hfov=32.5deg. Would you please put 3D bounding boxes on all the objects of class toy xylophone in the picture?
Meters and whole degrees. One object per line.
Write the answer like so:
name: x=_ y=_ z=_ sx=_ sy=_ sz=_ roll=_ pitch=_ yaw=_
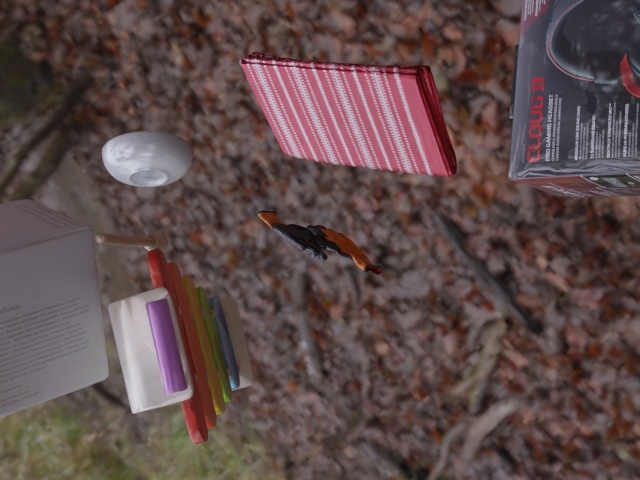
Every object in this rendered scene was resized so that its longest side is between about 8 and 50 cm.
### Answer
toy xylophone: x=-0.161 y=0.093 z=1.226 sx=0.322 sy=0.081 sz=0.236 roll=-26 pitch=-79 yaw=-83

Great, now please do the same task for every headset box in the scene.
headset box: x=0.297 y=-0.153 z=0.970 sx=0.293 sy=0.110 sz=0.218 roll=1 pitch=83 yaw=44

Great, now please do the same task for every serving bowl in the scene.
serving bowl: x=-0.156 y=-0.069 z=0.997 sx=0.083 sy=0.083 sz=0.027 roll=114 pitch=153 yaw=-65

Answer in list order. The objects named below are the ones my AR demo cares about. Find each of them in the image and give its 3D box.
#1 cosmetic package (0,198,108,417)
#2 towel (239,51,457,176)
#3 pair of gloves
cosmetic package: x=-0.340 y=0.069 z=1.196 sx=0.151 sy=0.151 sz=0.184 roll=19 pitch=118 yaw=46
towel: x=0.041 y=-0.169 z=1.468 sx=0.274 sy=0.031 sz=0.199 roll=10 pitch=146 yaw=29
pair of gloves: x=0.000 y=0.000 z=0.809 sx=0.083 sy=0.010 sz=0.074 roll=13 pitch=-162 yaw=-44
